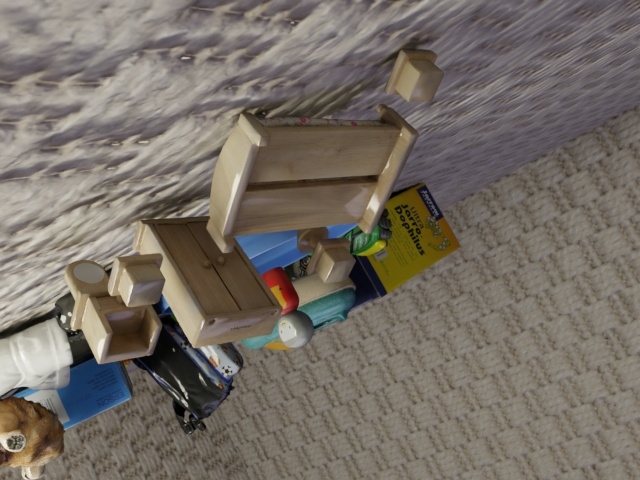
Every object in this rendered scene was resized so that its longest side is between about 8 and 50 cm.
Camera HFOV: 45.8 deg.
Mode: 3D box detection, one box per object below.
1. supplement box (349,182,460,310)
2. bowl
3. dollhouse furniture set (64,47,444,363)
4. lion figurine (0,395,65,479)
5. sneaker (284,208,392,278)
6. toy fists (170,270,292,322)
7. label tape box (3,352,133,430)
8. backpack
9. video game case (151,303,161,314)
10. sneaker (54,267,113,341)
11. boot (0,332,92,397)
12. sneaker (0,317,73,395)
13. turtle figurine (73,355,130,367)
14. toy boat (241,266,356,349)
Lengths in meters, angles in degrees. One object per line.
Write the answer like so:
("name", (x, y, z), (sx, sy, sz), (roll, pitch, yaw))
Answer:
("supplement box", (0.143, 0.024, 1.857), (0.356, 0.195, 0.194), (-27, 176, -44))
("bowl", (-0.107, 0.009, 1.296), (0.391, 0.077, 0.391), (-26, 174, -3))
("dollhouse furniture set", (-0.093, -0.074, 0.791), (0.303, 0.174, 0.355), (-6, 134, -38))
("lion figurine", (-0.591, 0.297, 1.190), (0.392, 0.142, 0.240), (23, 178, -24))
("sneaker", (0.000, 0.000, 1.597), (0.146, 0.134, 0.343), (-3, 162, -30))
("toy fists", (-0.193, 0.118, 1.645), (0.279, 0.096, 0.142), (-7, 158, -26))
("label tape box", (-0.516, 0.316, 1.565), (0.241, 0.106, 0.334), (-24, -179, -14))
("backpack", (-0.315, 0.294, 1.831), (0.213, 0.276, 0.263), (-38, 179, -11))
("video game case", (-0.403, 0.187, 1.796), (0.248, 0.035, 0.275), (-29, 174, 26))
("sneaker", (-0.330, 0.108, 1.156), (0.130, 0.109, 0.286), (-19, 164, -12))
("boot", (-0.521, 0.228, 1.429), (0.208, 0.076, 0.189), (-19, -174, -12))
("sneaker", (-0.499, 0.202, 1.225), (0.169, 0.108, 0.292), (-17, 166, -24))
("turtle figurine", (-0.544, 0.297, 1.828), (0.270, 0.087, 0.217), (-5, -172, -28))
("toy boat", (-0.051, 0.148, 1.490), (0.267, 0.148, 0.318), (-24, 167, 1))
